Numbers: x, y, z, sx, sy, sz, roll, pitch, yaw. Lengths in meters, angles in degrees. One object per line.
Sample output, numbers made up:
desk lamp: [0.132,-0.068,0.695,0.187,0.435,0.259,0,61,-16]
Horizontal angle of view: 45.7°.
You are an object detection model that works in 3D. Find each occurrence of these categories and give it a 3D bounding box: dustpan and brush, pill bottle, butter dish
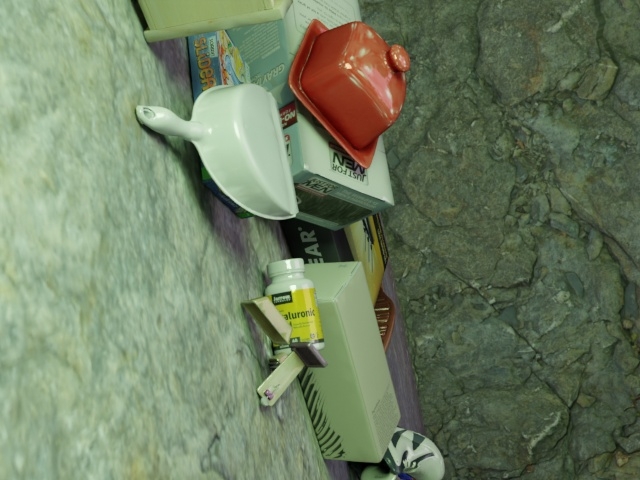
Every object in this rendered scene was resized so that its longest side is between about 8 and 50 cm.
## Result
dustpan and brush: [-0.097,-0.100,0.727,0.211,0.060,0.147,24,53,-69]
pill bottle: [-0.035,0.084,0.947,0.065,0.065,0.116,31,48,-78]
butter dish: [0.056,-0.200,0.929,0.160,0.118,0.160,44,42,-27]

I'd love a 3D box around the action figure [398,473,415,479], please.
action figure: [0.156,0.494,1.530,0.280,0.092,0.139,70,4,-46]

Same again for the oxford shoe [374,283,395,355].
oxford shoe: [0.085,0.166,1.426,0.348,0.123,0.130,-80,162,-64]

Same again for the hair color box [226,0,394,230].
hair color box: [-0.022,-0.218,1.038,0.185,0.114,0.374,17,58,-47]

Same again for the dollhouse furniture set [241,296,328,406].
dollhouse furniture set: [-0.072,0.126,0.849,0.081,0.091,0.114,-46,108,-30]

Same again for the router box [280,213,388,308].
router box: [0.028,-0.022,1.264,0.242,0.081,0.308,-68,148,-50]

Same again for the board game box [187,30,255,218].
board game box: [-0.107,-0.140,0.870,0.136,0.035,0.201,50,30,-72]

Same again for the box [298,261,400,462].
box: [0.031,0.173,1.073,0.113,0.094,0.275,-50,130,-55]

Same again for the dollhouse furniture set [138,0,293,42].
dollhouse furniture set: [-0.046,-0.362,0.723,0.303,0.287,0.198,-73,152,-48]

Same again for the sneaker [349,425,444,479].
sneaker: [0.127,0.399,1.337,0.235,0.094,0.153,49,33,-23]
